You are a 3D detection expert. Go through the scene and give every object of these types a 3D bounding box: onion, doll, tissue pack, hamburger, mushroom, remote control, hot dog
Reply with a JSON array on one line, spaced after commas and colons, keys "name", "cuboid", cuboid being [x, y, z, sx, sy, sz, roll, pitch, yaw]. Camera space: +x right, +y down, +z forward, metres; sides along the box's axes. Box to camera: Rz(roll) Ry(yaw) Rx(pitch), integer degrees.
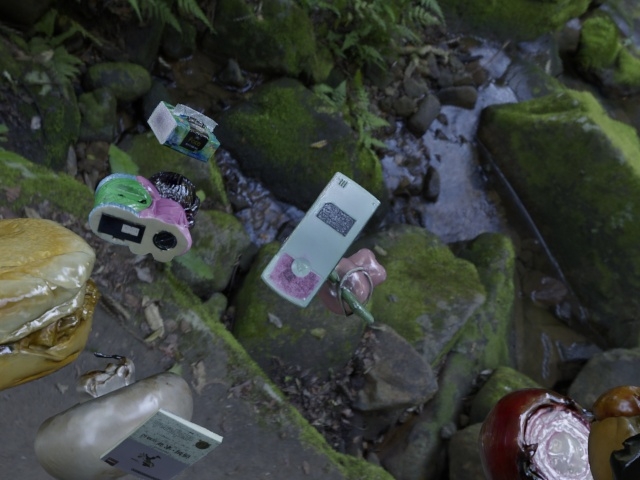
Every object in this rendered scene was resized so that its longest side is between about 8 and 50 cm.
[{"name": "onion", "cuboid": [0.572, 0.568, 1.484, 0.342, 0.341, 0.341, 9, 67, -22]}, {"name": "doll", "cuboid": [0.085, 0.119, 1.720, 0.216, 0.268, 0.284, -38, 84, 3]}, {"name": "tissue pack", "cuboid": [-0.254, -0.214, 1.089, 0.111, 0.079, 0.085, 20, 26, -52]}, {"name": "hamburger", "cuboid": [-0.293, 0.046, 0.474, 0.214, 0.214, 0.108, 1, 112, -24]}, {"name": "mushroom", "cuboid": [-0.492, 0.404, 1.358, 0.363, 0.362, 0.294, -17, 84, -29]}, {"name": "remote control", "cuboid": [0.000, 0.000, 1.426, 0.145, 0.050, 0.344, 37, 79, -1]}, {"name": "hot dog", "cuboid": [0.351, 0.237, 0.579, 0.194, 0.107, 0.326, -27, 122, -1]}]

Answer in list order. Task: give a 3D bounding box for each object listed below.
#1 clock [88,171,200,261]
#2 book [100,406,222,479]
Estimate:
[{"name": "clock", "cuboid": [-0.331, -0.067, 1.098, 0.194, 0.100, 0.195, 21, 31, -16]}, {"name": "book", "cuboid": [-0.267, 0.348, 0.952, 0.127, 0.182, 0.014, 37, 28, -26]}]
